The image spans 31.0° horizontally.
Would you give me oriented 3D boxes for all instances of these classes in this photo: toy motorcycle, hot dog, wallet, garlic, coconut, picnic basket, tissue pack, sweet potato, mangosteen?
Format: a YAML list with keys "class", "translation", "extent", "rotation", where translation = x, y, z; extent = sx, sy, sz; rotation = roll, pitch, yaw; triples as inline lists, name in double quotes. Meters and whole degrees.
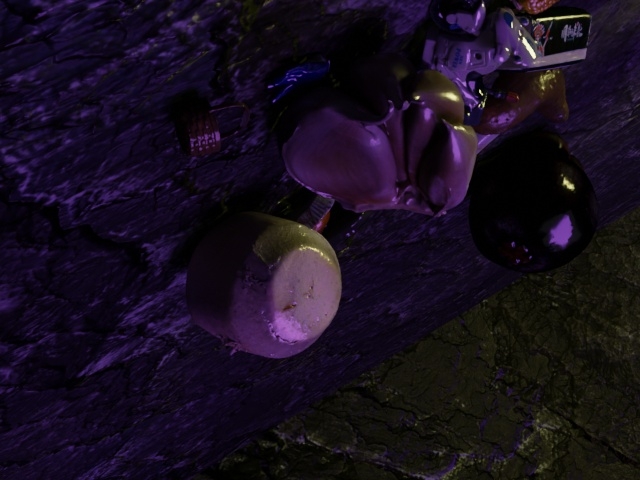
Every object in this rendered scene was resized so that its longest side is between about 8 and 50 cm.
- class: "toy motorcycle"
  translation: [0.205, -0.235, 1.540]
  extent: [0.221, 0.150, 0.102]
  rotation: [99, 5, -52]
- class: "hot dog"
  translation: [-0.042, -0.008, 1.830]
  extent: [0.192, 0.053, 0.099]
  rotation: [-46, -170, 32]
- class: "wallet"
  translation: [0.000, 0.000, 1.903]
  extent: [0.245, 0.052, 0.168]
  rotation: [-39, -172, 24]
- class: "garlic"
  translation: [0.078, -0.125, 1.464]
  extent: [0.210, 0.237, 0.292]
  rotation: [-42, 147, -11]
- class: "coconut"
  translation: [-0.091, 0.065, 1.706]
  extent: [0.224, 0.224, 0.234]
  rotation: [-21, -167, -42]
- class: "picnic basket"
  translation: [-0.120, -0.133, 1.307]
  extent: [0.083, 0.072, 0.072]
  rotation: [-17, 159, -16]
- class: "tissue pack"
  translation: [0.303, -0.289, 1.652]
  extent: [0.170, 0.103, 0.090]
  rotation: [-15, 111, -48]
- class: "sweet potato"
  translation: [0.315, -0.231, 1.787]
  extent: [0.310, 0.098, 0.124]
  rotation: [-16, 140, -49]
- class: "mangosteen"
  translation: [0.441, -0.086, 2.342]
  extent: [0.302, 0.275, 0.275]
  rotation: [-65, -179, -31]

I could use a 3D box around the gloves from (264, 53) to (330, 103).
- class: "gloves"
  translation: [-0.029, -0.195, 1.397]
  extent: [0.086, 0.026, 0.064]
  rotation: [-25, 165, -33]

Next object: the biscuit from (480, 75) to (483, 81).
- class: "biscuit"
  translation: [0.166, -0.224, 1.702]
  extent: [0.250, 0.036, 0.165]
  rotation: [-28, 163, -35]

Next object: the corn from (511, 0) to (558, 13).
- class: "corn"
  translation: [0.338, -0.379, 1.539]
  extent: [0.203, 0.072, 0.072]
  rotation: [-38, 164, 8]

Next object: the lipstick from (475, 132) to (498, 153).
- class: "lipstick"
  translation: [0.280, -0.197, 1.971]
  extent: [0.264, 0.059, 0.059]
  rotation: [-44, 162, 27]
